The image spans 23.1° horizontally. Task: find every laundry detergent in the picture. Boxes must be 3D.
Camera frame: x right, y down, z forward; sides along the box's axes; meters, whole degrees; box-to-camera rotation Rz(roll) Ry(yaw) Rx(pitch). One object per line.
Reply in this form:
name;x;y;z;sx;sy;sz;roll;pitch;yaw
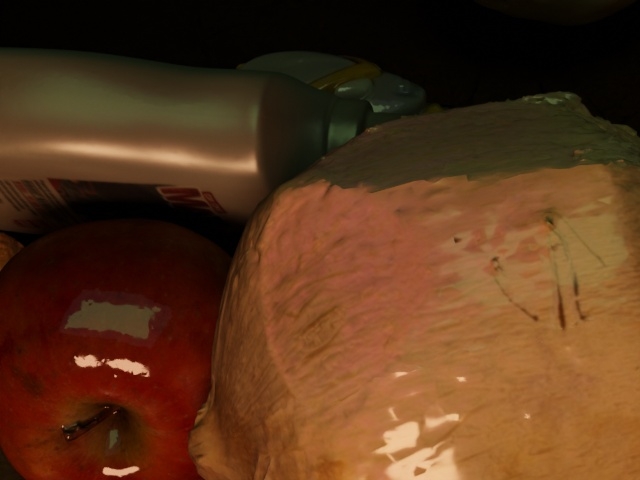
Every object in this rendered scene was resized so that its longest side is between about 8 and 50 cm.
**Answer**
laundry detergent;-0.113;-0.071;1.291;0.397;0.264;0.125;2;72;11

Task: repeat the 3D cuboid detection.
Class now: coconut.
coconut;0.091;0.103;1.084;0.404;0.405;0.405;-2;53;2

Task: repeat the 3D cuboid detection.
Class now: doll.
doll;0.038;-0.108;1.424;0.316;0.103;0.145;15;51;8

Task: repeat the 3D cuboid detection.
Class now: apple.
apple;-0.151;0.088;1.222;0.230;0.230;0.230;-2;53;2

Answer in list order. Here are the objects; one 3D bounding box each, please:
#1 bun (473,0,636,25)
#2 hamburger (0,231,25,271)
bun;0.211;-0.331;1.539;0.283;0.179;0.283;3;78;-14
hamburger;-0.303;0.064;1.324;0.147;0.083;0.138;-15;50;-10
